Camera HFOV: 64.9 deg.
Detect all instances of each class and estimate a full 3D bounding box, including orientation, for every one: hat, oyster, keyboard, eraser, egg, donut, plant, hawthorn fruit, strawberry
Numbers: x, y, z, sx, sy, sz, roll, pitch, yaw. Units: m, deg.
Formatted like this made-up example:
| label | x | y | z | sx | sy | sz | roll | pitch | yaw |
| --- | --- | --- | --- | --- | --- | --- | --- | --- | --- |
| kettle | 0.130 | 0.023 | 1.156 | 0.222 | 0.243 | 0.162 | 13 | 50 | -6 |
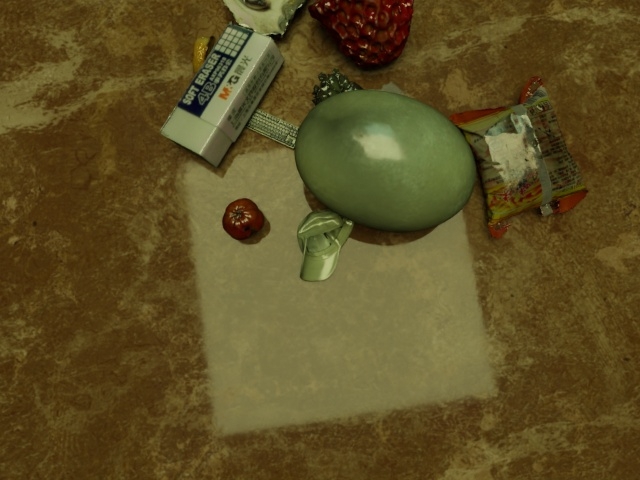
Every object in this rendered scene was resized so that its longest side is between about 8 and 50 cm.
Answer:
| label | x | y | z | sx | sy | sz | roll | pitch | yaw |
| --- | --- | --- | --- | --- | --- | --- | --- | --- | --- |
| hat | 0.002 | 0.006 | 1.051 | 0.122 | 0.081 | 0.166 | 11 | 93 | -41 |
| oyster | -0.127 | -0.554 | 1.106 | 0.214 | 0.083 | 0.222 | 23 | 85 | 5 |
| keyboard | -0.106 | -0.248 | 1.103 | 0.129 | 0.015 | 0.049 | 26 | 84 | 4 |
| eraser | -0.206 | -0.311 | 1.073 | 0.130 | 0.086 | 0.287 | 30 | 85 | 18 |
| egg | 0.124 | -0.149 | 0.963 | 0.353 | 0.258 | 0.258 | 15 | 84 | 0 |
| donut | -0.263 | -0.413 | 1.120 | 0.038 | 0.067 | 0.083 | 10 | 116 | -4 |
| plant | 0.051 | -0.299 | 1.069 | 0.143 | 0.092 | 0.094 | 25 | 92 | -4 |
| hawthorn fruit | -0.160 | -0.041 | 1.047 | 0.093 | 0.093 | 0.093 | 0 | 83 | 2 |
| strawberry | 0.097 | -0.460 | 1.065 | 0.234 | 0.234 | 0.177 | -20 | 115 | -1 |

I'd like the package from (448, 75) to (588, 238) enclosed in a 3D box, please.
| label | x | y | z | sx | sy | sz | roll | pitch | yaw |
| --- | --- | --- | --- | --- | --- | --- | --- | --- | --- |
| package | 0.406 | -0.172 | 1.035 | 0.224 | 0.108 | 0.288 | -22 | 86 | 1 |
